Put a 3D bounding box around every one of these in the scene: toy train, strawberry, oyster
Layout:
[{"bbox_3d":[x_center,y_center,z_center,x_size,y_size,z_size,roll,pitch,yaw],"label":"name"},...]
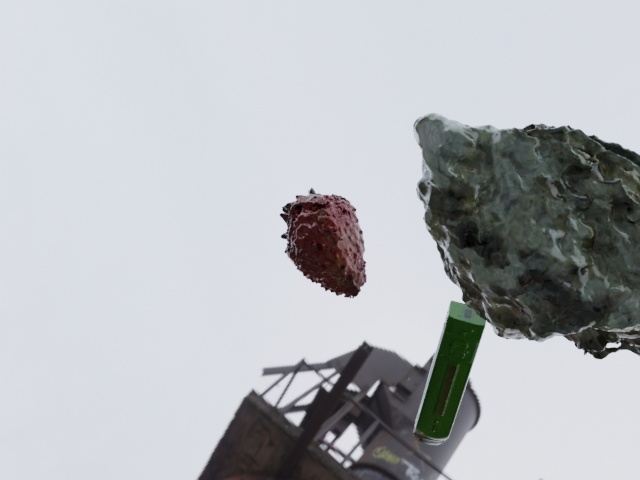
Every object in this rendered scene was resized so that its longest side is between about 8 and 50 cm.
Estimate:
[{"bbox_3d":[0.144,0.170,0.882,0.044,0.042,0.209,15,-61,9],"label":"toy train"},{"bbox_3d":[-0.002,-0.002,1.215,0.140,0.085,0.192,-7,-106,27],"label":"strawberry"},{"bbox_3d":[0.193,0.003,0.632,0.268,0.112,0.198,13,-67,6],"label":"oyster"}]
